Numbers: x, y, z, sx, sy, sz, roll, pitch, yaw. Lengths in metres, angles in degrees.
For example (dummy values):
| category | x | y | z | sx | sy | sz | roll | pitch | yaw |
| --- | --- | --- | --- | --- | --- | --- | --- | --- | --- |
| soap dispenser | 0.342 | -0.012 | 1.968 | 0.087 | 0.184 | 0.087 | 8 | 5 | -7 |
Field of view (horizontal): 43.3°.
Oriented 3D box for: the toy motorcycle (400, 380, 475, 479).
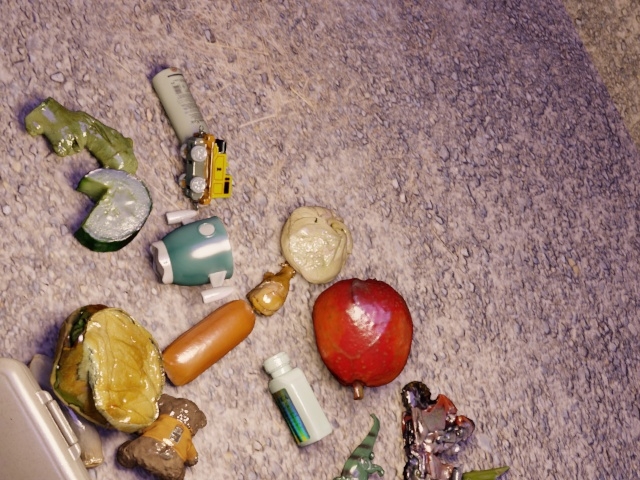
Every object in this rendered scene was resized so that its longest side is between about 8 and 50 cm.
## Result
| category | x | y | z | sx | sy | sz | roll | pitch | yaw |
| --- | --- | --- | --- | --- | --- | --- | --- | --- | --- |
| toy motorcycle | 0.306 | 0.570 | 2.088 | 0.207 | 0.134 | 0.401 | 9 | 65 | -17 |

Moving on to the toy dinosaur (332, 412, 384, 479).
| category | x | y | z | sx | sy | sz | roll | pitch | yaw |
| --- | --- | --- | --- | --- | --- | --- | --- | --- | --- |
| toy dinosaur | 0.113 | 0.575 | 2.020 | 0.120 | 0.079 | 0.292 | 44 | 54 | -7 |

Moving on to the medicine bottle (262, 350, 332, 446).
| category | x | y | z | sx | sy | sz | roll | pitch | yaw |
| --- | --- | --- | --- | --- | --- | --- | --- | --- | --- |
| medicine bottle | -0.063 | 0.386 | 1.976 | 0.083 | 0.121 | 0.229 | -25 | 82 | -31 |

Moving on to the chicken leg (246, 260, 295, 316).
| category | x | y | z | sx | sy | sz | roll | pitch | yaw |
| --- | --- | --- | --- | --- | --- | --- | --- | --- | --- |
| chicken leg | -0.121 | 0.123 | 2.079 | 0.085 | 0.101 | 0.207 | 46 | 37 | -8 |

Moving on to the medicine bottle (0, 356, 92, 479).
| category | x | y | z | sx | sy | sz | roll | pitch | yaw |
| --- | --- | --- | --- | --- | --- | --- | --- | --- | --- |
| medicine bottle | -0.640 | 0.438 | 1.627 | 0.282 | 0.123 | 0.375 | -30 | 87 | -9 |

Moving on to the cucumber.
| category | x | y | z | sx | sy | sz | roll | pitch | yaw |
| --- | --- | --- | --- | --- | --- | --- | --- | --- | --- |
| cucumber | -0.499 | -0.068 | 1.940 | 0.191 | 0.130 | 0.191 | 6 | 72 | -19 |

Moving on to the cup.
| category | x | y | z | sx | sy | sz | roll | pitch | yaw |
| --- | --- | --- | --- | --- | --- | --- | --- | --- | --- |
| cup | -0.319 | 0.038 | 1.967 | 0.173 | 0.168 | 0.300 | -16 | 52 | -21 |

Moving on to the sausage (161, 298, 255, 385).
| category | x | y | z | sx | sy | sz | roll | pitch | yaw |
| --- | --- | --- | --- | --- | --- | --- | --- | --- | --- |
| sausage | -0.269 | 0.241 | 1.942 | 0.274 | 0.105 | 0.105 | -37 | 90 | -33 |

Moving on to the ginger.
| category | x | y | z | sx | sy | sz | roll | pitch | yaw |
| --- | --- | --- | --- | --- | --- | --- | --- | --- | --- |
| ginger | -0.585 | -0.248 | 1.987 | 0.289 | 0.089 | 0.137 | 23 | 43 | -23 |

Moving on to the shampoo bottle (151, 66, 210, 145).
| category | x | y | z | sx | sy | sz | roll | pitch | yaw |
| --- | --- | --- | --- | --- | --- | --- | --- | --- | --- |
| shampoo bottle | -0.357 | -0.325 | 2.131 | 0.085 | 0.085 | 0.263 | -22 | 82 | -32 |

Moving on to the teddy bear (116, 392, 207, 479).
| category | x | y | z | sx | sy | sz | roll | pitch | yaw |
| --- | --- | --- | --- | --- | --- | --- | --- | --- | --- |
| teddy bear | -0.341 | 0.440 | 1.813 | 0.177 | 0.140 | 0.190 | 31 | 51 | -10 |

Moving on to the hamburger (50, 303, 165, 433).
| category | x | y | z | sx | sy | sz | roll | pitch | yaw |
| --- | --- | --- | --- | --- | --- | --- | --- | --- | --- |
| hamburger | -0.464 | 0.278 | 1.763 | 0.265 | 0.134 | 0.285 | 52 | 30 | -39 |

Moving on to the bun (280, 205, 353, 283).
| category | x | y | z | sx | sy | sz | roll | pitch | yaw |
| --- | --- | --- | --- | --- | --- | --- | --- | --- | --- |
| bun | 0.000 | 0.000 | 2.147 | 0.210 | 0.116 | 0.237 | 34 | 45 | -21 |

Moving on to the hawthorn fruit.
| category | x | y | z | sx | sy | sz | roll | pitch | yaw |
| --- | --- | --- | --- | --- | --- | --- | --- | --- | --- |
| hawthorn fruit | 0.108 | 0.248 | 2.041 | 0.265 | 0.265 | 0.307 | 5 | 73 | -25 |

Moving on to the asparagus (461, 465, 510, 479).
| category | x | y | z | sx | sy | sz | roll | pitch | yaw |
| --- | --- | --- | --- | --- | --- | --- | --- | --- | --- |
| asparagus | 0.443 | 0.640 | 2.182 | 0.178 | 0.045 | 0.041 | -1 | 104 | -28 |

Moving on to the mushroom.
| category | x | y | z | sx | sy | sz | roll | pitch | yaw |
| --- | --- | --- | --- | --- | --- | --- | --- | --- | --- |
| mushroom | -0.553 | 0.370 | 1.745 | 0.278 | 0.096 | 0.099 | 56 | 19 | 0 |

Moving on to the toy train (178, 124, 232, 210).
| category | x | y | z | sx | sy | sz | roll | pitch | yaw |
| --- | --- | --- | --- | --- | --- | --- | --- | --- | --- |
| toy train | -0.290 | -0.184 | 2.067 | 0.127 | 0.089 | 0.219 | -2 | 101 | -34 |
